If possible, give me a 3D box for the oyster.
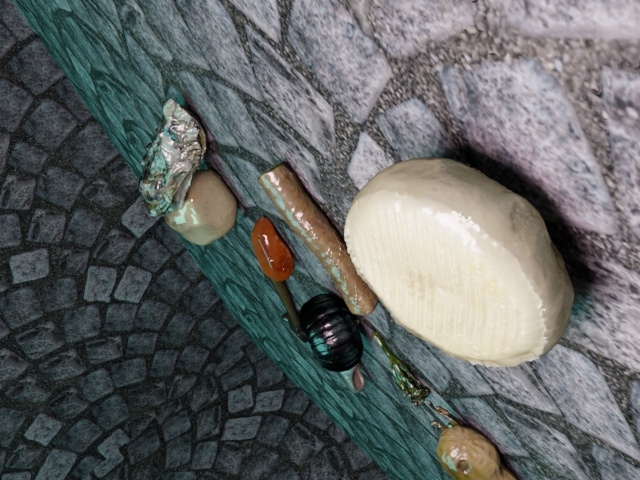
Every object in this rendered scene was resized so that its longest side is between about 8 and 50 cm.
[{"bbox_3d":[-0.376,-0.213,1.731,0.162,0.158,0.351,33,133,9],"label":"oyster"}]

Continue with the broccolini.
[{"bbox_3d":[0.174,0.306,1.637,0.201,0.058,0.074,46,158,13],"label":"broccolini"}]

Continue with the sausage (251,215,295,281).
[{"bbox_3d":[-0.126,0.025,1.801,0.179,0.089,0.089,64,162,-13],"label":"sausage"}]

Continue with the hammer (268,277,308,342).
[{"bbox_3d":[-0.115,0.195,2.251,0.168,0.044,0.440,41,163,34],"label":"hammer"}]

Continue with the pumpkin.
[{"bbox_3d":[0.032,0.226,1.714,0.202,0.140,0.202,62,176,8],"label":"pumpkin"}]

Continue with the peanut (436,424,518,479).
[{"bbox_3d":[0.349,0.496,1.491,0.236,0.120,0.110,45,-165,-3],"label":"peanut"}]

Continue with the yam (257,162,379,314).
[{"bbox_3d":[0.000,0.000,1.379,0.356,0.081,0.081,56,165,-14],"label":"yam"}]

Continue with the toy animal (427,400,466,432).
[{"bbox_3d":[0.301,0.438,1.579,0.220,0.069,0.086,50,145,-17],"label":"toy animal"}]

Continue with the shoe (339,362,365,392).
[{"bbox_3d":[0.086,0.361,2.046,0.078,0.079,0.195,-21,102,38],"label":"shoe"}]

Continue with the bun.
[{"bbox_3d":[0.165,0.016,0.800,0.287,0.146,0.287,31,153,18],"label":"bun"}]

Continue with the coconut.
[{"bbox_3d":[-0.342,-0.100,1.916,0.224,0.224,0.224,46,165,17],"label":"coconut"}]
